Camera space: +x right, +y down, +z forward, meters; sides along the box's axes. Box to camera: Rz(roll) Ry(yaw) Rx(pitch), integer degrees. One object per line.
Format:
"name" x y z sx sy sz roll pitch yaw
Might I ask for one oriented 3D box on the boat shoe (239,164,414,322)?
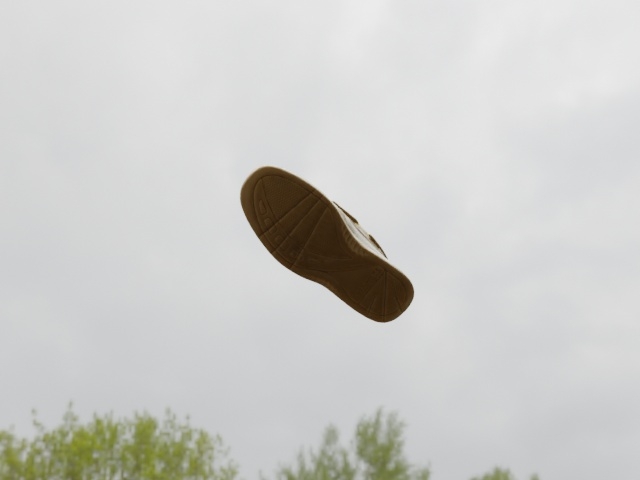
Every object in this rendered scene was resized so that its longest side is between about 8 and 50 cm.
"boat shoe" 0.000 0.000 0.759 0.063 0.059 0.170 -45 -66 4
